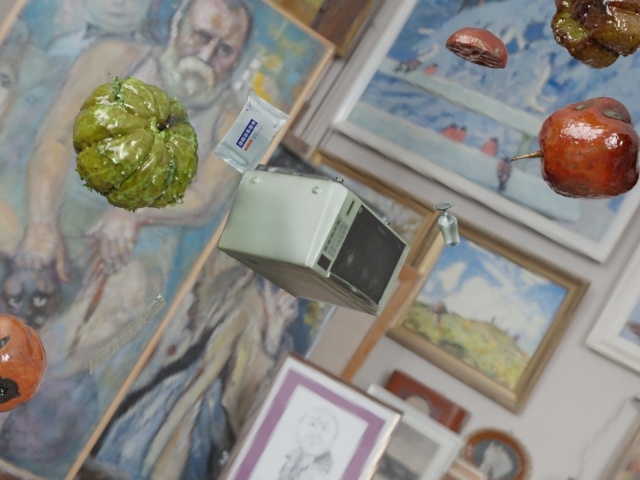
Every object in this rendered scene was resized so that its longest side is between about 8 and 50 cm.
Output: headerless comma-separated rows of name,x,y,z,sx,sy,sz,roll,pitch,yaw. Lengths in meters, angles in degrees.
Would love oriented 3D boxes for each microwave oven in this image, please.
microwave oven,0.000,0.000,2.290,0.333,0.247,0.394,13,-14,32

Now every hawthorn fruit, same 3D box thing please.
hawthorn fruit,0.488,-0.173,1.768,0.243,0.207,0.207,-4,-17,18

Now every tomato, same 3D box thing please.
tomato,0.379,-0.472,2.197,0.156,0.069,0.155,20,1,0

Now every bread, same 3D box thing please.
bread,0.636,-0.509,2.092,0.135,0.246,0.232,5,-32,-32

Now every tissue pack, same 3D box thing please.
tissue pack,-0.179,-0.272,2.367,0.123,0.193,0.026,34,11,7

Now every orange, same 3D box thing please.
orange,-0.408,-0.211,2.023,0.223,0.300,0.301,-17,-8,40

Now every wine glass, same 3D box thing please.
wine glass,0.241,-0.030,1.711,0.039,0.042,0.083,-119,-169,-68

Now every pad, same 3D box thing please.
pad,-0.504,0.239,2.383,0.009,0.265,0.159,48,-6,-15

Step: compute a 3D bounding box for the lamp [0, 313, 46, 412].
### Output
lamp,-0.604,0.220,1.687,0.188,0.188,0.164,35,21,-44
